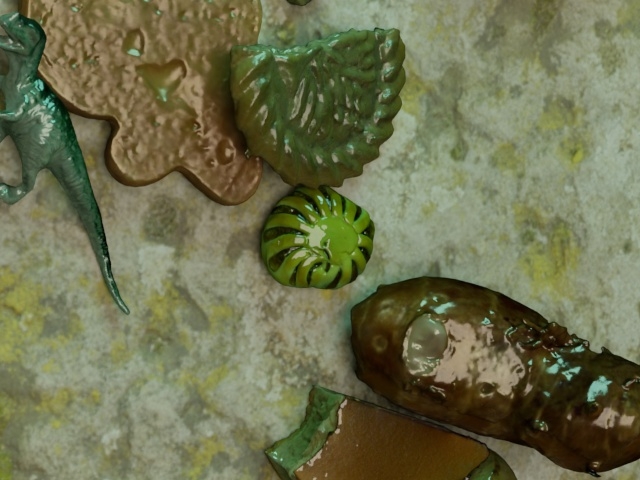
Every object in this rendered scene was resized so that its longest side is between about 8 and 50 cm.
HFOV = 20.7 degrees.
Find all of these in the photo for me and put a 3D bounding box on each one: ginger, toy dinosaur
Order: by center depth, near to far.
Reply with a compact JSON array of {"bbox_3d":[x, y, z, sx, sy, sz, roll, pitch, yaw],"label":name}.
[{"bbox_3d":[-0.322,-0.074,1.939,0.129,0.076,0.383,-13,124,1],"label":"toy dinosaur"},{"bbox_3d":[0.237,0.164,2.109,0.418,0.254,0.176,26,81,-18],"label":"ginger"}]

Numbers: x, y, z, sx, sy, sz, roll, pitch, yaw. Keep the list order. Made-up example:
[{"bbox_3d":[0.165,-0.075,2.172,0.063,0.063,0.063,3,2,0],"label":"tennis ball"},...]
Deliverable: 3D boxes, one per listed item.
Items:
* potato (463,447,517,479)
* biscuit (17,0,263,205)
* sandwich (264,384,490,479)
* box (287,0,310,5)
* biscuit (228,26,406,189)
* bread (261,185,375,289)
[{"bbox_3d":[0.159,0.396,2.149,0.176,0.141,0.298,23,78,-36],"label":"potato"},{"bbox_3d":[-0.183,-0.198,1.991,0.355,0.052,0.275,33,79,-21],"label":"biscuit"},{"bbox_3d":[0.065,0.247,2.106,0.220,0.108,0.186,-36,108,-14],"label":"sandwich"},{"bbox_3d":[0.023,-0.431,2.061,0.270,0.045,0.211,-36,109,-16],"label":"box"},{"bbox_3d":[0.008,-0.151,2.039,0.273,0.036,0.187,-17,108,-42],"label":"biscuit"},{"bbox_3d":[0.000,0.000,2.079,0.139,0.071,0.130,24,81,-23],"label":"bread"}]
